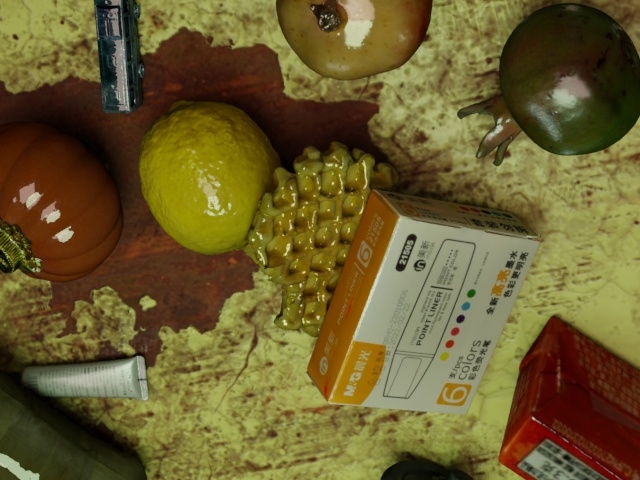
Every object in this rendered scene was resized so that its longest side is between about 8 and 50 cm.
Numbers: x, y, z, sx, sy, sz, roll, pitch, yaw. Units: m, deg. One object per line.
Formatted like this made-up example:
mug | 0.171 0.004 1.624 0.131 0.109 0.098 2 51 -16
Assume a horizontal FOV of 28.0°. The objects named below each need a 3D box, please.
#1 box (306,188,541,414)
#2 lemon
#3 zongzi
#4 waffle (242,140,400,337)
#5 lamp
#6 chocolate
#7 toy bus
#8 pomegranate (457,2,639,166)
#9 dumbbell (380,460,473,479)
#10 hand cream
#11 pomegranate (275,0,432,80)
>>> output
box | 0.127 0.083 1.606 0.221 0.091 0.274 7 115 -27
lemon | -0.134 -0.079 1.591 0.180 0.180 0.193 -2 99 9
zongzi | -0.487 0.350 1.789 0.356 0.174 0.393 42 121 -15
waffle | 0.000 -0.001 1.578 0.253 0.056 0.249 26 100 -47
lamp | -0.353 -0.049 1.622 0.223 0.196 0.223 26 147 19
chocolate | 0.345 0.242 1.602 0.237 0.235 0.108 35 121 -4
toy bus | -0.254 -0.244 1.608 0.047 0.065 0.166 1 110 9
pomegranate | 0.269 -0.171 1.505 0.224 0.181 0.181 -31 102 32
dumbbell | 0.090 0.470 1.743 0.179 0.179 0.406 30 111 -2
hand cream | -0.337 0.195 1.789 0.194 0.042 0.067 -2 101 5
pomegranate | 0.036 -0.279 1.489 0.191 0.191 0.191 3 109 8
